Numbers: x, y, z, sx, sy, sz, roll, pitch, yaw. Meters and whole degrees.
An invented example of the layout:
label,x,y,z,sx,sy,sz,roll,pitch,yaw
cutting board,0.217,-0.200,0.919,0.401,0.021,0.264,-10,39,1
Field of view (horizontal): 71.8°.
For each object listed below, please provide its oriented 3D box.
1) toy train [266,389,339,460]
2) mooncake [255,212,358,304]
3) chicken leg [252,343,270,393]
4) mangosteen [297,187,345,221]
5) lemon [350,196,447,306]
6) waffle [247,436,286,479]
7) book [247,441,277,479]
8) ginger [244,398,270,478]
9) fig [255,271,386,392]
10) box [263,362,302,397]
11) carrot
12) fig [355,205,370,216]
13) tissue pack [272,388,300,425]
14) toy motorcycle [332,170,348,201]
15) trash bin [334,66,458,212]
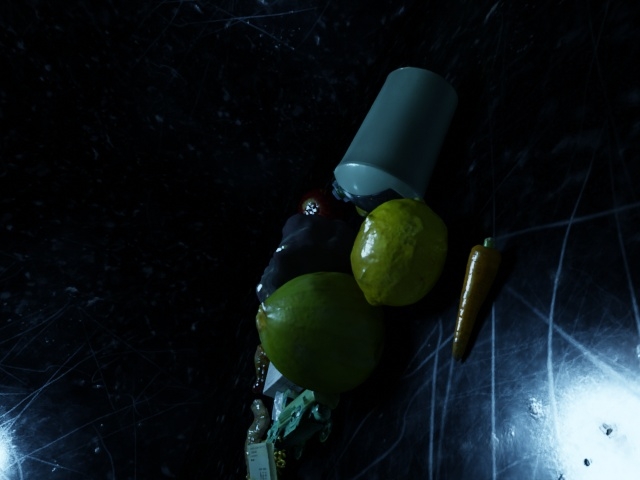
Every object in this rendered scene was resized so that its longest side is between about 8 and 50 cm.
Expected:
label,x,y,z,sx,sy,sz,roll,pitch,yaw
toy train,-0.058,0.518,1.310,0.307,0.127,0.189,-53,20,40
mooncake,-0.010,0.095,1.400,0.381,0.351,0.212,-50,21,39
chicken leg,-0.228,0.524,1.983,0.322,0.083,0.177,-58,31,14
mangosteen,0.016,-0.133,2.021,0.215,0.215,0.258,-60,-19,17
lemon,0.190,0.032,1.072,0.288,0.234,0.233,-65,15,3
waffle,-0.178,0.749,1.449,0.193,0.070,0.197,-62,15,7
book,-0.158,0.737,1.266,0.201,0.026,0.289,-46,49,53
ginger,-0.241,0.744,1.688,0.290,0.084,0.122,-88,5,-48
fig,-0.006,0.242,1.177,0.343,0.344,0.343,-56,17,27
box,-0.096,0.438,1.597,0.260,0.111,0.194,-53,18,43
carrot,0.308,0.118,0.889,0.061,0.061,0.256,-170,96,-74
fig,0.163,-0.134,1.678,0.082,0.098,0.084,-58,28,17
tissue pack,-0.125,0.579,1.526,0.085,0.079,0.111,-50,20,40
toy motorcycle,0.119,-0.264,1.959,0.187,0.124,0.274,-30,18,32
trash bin,0.232,-0.282,1.359,0.431,0.281,0.280,-65,15,-14
